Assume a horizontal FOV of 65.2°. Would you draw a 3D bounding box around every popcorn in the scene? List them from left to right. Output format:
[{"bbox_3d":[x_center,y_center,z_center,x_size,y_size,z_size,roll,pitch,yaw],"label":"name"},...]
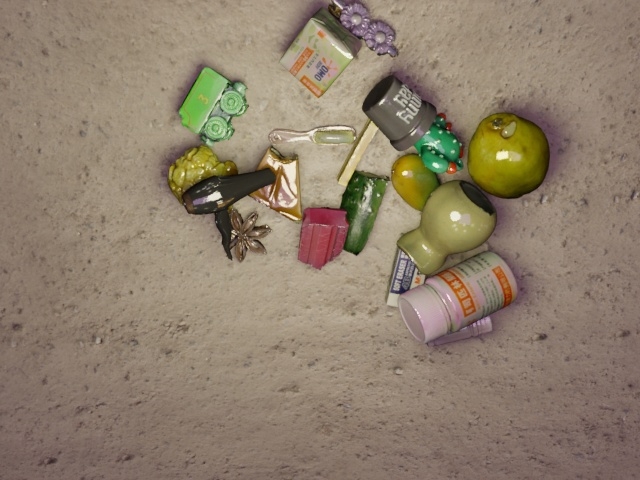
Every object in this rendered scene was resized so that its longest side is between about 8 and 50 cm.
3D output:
[{"bbox_3d":[-0.390,-0.192,1.719,0.251,0.206,0.237,42,116,-6],"label":"popcorn"}]

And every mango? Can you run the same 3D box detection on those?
[{"bbox_3d":[0.351,-0.198,1.791,0.156,0.114,0.251,-44,120,-7],"label":"mango"}]

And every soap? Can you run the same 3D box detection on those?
[{"bbox_3d":[0.000,0.000,1.792,0.162,0.099,0.250,2,138,-10],"label":"soap"},{"bbox_3d":[0.001,-0.601,1.611,0.182,0.138,0.199,39,129,-13],"label":"soap"},{"bbox_3d":[0.131,-0.314,1.757,0.037,0.092,0.252,25,105,-11],"label":"soap"}]

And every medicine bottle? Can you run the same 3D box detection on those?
[{"bbox_3d":[0.523,0.325,1.943,0.249,0.133,0.133,-13,107,4],"label":"medicine bottle"},{"bbox_3d":[0.492,0.206,1.814,0.388,0.219,0.219,-23,107,-10],"label":"medicine bottle"}]

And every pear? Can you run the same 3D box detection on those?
[{"bbox_3d":[0.634,-0.282,1.699,0.269,0.269,0.321,-36,123,10],"label":"pear"}]

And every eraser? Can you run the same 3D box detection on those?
[{"bbox_3d":[0.335,0.118,1.901,0.124,0.081,0.279,9,107,-4],"label":"eraser"}]

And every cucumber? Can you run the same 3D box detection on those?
[{"bbox_3d":[0.137,-0.092,1.825,0.145,0.105,0.325,15,109,-6],"label":"cucumber"}]

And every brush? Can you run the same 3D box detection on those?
[{"bbox_3d":[-0.029,-0.365,1.755,0.312,0.067,0.072,0,108,1],"label":"brush"}]

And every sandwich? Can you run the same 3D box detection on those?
[{"bbox_3d":[-0.120,-0.206,1.752,0.227,0.155,0.198,31,104,-10],"label":"sandwich"}]

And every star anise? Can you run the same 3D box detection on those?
[{"bbox_3d":[-0.273,-0.027,1.850,0.196,0.073,0.212,-10,110,6],"label":"star anise"}]

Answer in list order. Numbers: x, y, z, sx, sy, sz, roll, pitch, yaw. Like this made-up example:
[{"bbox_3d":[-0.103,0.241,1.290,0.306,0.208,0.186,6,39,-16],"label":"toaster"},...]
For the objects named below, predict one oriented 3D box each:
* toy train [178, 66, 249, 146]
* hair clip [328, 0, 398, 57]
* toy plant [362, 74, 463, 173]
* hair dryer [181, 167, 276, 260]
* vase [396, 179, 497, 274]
[{"bbox_3d":[-0.360,-0.448,1.690,0.188,0.132,0.243,32,102,-6],"label":"toy train"},{"bbox_3d":[0.143,-0.697,1.647,0.292,0.084,0.106,31,80,-14],"label":"hair clip"},{"bbox_3d":[0.328,-0.354,1.648,0.400,0.279,0.185,35,112,-23],"label":"toy plant"},{"bbox_3d":[-0.290,-0.076,1.671,0.303,0.120,0.359,-22,138,-23],"label":"hair dryer"},{"bbox_3d":[0.457,-0.051,1.742,0.241,0.329,0.302,49,122,16],"label":"vase"}]
